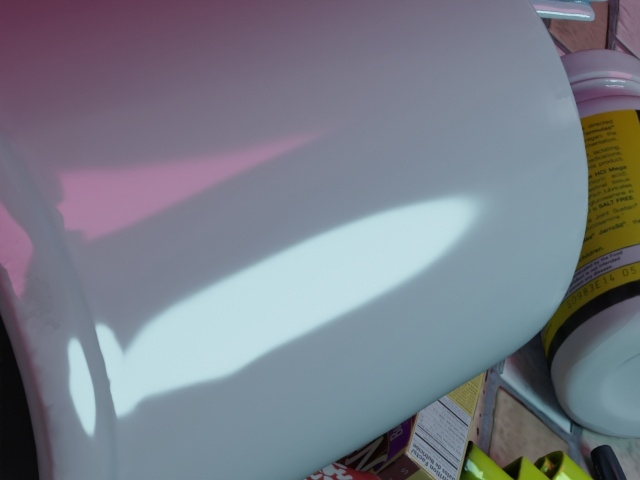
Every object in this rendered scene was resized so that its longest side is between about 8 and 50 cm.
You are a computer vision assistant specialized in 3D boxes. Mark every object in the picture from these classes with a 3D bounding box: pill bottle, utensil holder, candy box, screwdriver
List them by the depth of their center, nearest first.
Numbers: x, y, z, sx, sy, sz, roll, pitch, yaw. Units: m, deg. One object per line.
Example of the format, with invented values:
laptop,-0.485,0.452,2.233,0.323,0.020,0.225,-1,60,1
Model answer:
utensil holder,-0.089,-0.003,1.002,0.385,0.327,0.327,-23,75,-39
candy box,0.058,0.135,1.351,0.053,0.109,0.187,42,34,-13
screwdriver,0.266,0.248,1.570,0.024,0.025,0.170,9,50,-47
pill bottle,0.271,-0.007,1.682,0.188,0.188,0.334,24,40,-35

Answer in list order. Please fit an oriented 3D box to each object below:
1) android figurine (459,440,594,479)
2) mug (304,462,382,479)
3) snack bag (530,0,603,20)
android figurine,0.186,0.271,1.390,0.273,0.056,0.248,42,33,-12
mug,-0.055,0.178,1.170,0.169,0.113,0.150,29,36,-24
snack bag,0.017,-0.245,1.513,0.323,0.037,0.342,1,22,-21
